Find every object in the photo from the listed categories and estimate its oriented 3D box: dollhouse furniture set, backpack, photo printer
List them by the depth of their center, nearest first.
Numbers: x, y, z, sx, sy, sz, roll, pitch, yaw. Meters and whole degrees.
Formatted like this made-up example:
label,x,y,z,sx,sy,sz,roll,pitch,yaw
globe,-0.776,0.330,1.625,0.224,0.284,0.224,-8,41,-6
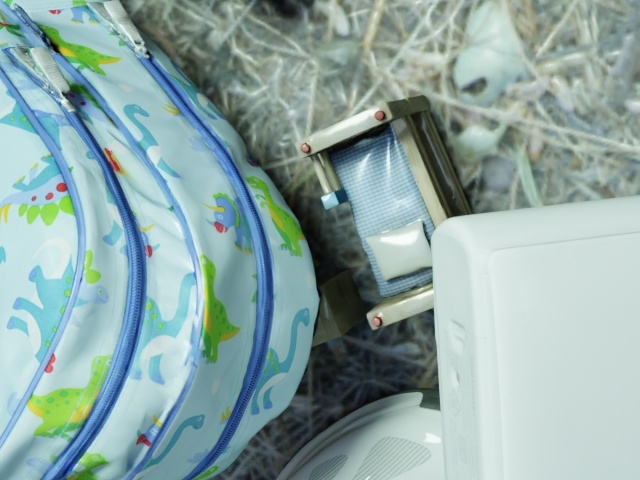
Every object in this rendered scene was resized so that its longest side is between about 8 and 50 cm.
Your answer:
label,x,y,z,sx,sy,sz,roll,pitch,yaw
photo printer,0.225,0.096,0.693,0.308,0.107,0.256,-6,100,-14
backpack,-0.167,0.005,0.737,0.355,0.273,0.290,42,106,17
dollhouse furniture set,0.000,0.000,0.787,0.184,0.129,0.129,-23,91,18

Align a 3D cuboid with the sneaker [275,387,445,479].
label,x,y,z,sx,sy,sz,roll,pitch,yaw
sneaker,-0.049,0.293,0.778,0.169,0.257,0.447,46,107,5
